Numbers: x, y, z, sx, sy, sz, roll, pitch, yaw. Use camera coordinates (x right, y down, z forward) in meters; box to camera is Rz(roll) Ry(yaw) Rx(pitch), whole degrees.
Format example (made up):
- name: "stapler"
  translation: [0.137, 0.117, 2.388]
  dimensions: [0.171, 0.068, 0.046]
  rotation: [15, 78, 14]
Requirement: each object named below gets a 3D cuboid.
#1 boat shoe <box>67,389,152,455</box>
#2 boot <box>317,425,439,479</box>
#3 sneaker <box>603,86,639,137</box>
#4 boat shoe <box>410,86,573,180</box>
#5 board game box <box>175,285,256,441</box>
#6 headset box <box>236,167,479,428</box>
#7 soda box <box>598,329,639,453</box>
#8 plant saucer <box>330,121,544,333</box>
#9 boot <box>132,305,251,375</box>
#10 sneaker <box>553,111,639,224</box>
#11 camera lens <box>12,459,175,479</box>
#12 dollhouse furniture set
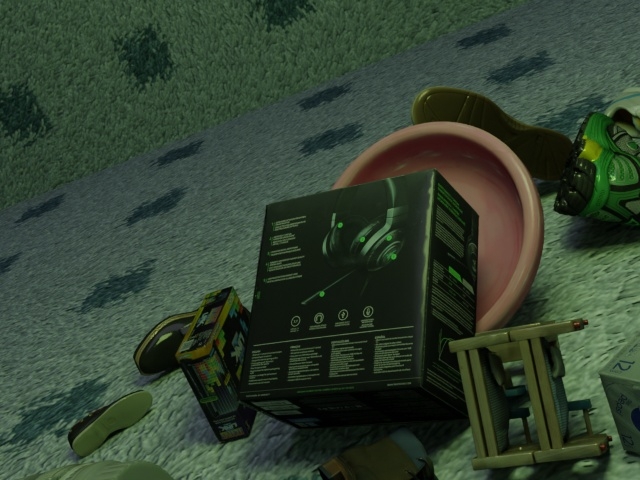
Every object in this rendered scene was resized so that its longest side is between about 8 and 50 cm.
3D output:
- name: "boat shoe"
  translation: [-0.306, 0.257, 1.303]
  dimensions: [0.133, 0.049, 0.042]
  rotation: [-35, 31, -19]
- name: "boot"
  translation: [0.082, 0.243, 0.879]
  dimensions: [0.106, 0.082, 0.219]
  rotation: [-31, 20, -15]
- name: "sneaker"
  translation: [0.580, -0.216, 1.510]
  dimensions: [0.092, 0.087, 0.228]
  rotation: [-42, 19, -26]
- name: "boat shoe"
  translation: [0.263, -0.168, 1.442]
  dimensions: [0.302, 0.109, 0.098]
  rotation: [14, 5, -24]
- name: "board game box"
  translation: [-0.126, 0.163, 1.214]
  dimensions: [0.048, 0.141, 0.170]
  rotation: [-19, 21, 15]
- name: "headset box"
  translation: [0.050, 0.067, 1.078]
  dimensions: [0.246, 0.131, 0.283]
  rotation: [-11, 60, 31]
- name: "soda box"
  translation: [0.400, 0.095, 0.885]
  dimensions: [0.286, 0.098, 0.091]
  rotation: [-35, 22, -29]
- name: "plant saucer"
  translation: [0.142, 0.009, 1.191]
  dimensions: [0.332, 0.084, 0.332]
  rotation: [-14, 64, 31]
- name: "boot"
  translation: [-0.180, 0.157, 1.395]
  dimensions: [0.198, 0.077, 0.137]
  rotation: [-34, 28, -24]
- name: "sneaker"
  translation: [0.434, -0.092, 1.332]
  dimensions: [0.146, 0.134, 0.343]
  rotation: [21, 25, 9]
- name: "camera lens"
  translation: [-0.269, 0.331, 0.830]
  dimensions: [0.274, 0.219, 0.219]
  rotation: [-18, 21, 15]
- name: "dollhouse furniture set"
  translation: [0.233, 0.152, 0.942]
  dimensions: [0.129, 0.129, 0.183]
  rotation: [-13, -7, 24]
